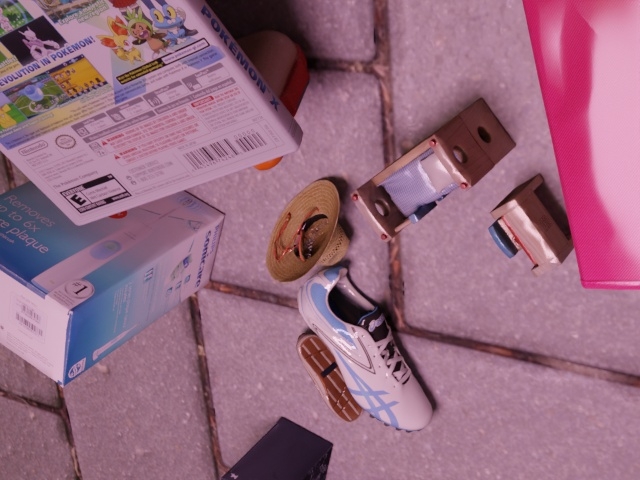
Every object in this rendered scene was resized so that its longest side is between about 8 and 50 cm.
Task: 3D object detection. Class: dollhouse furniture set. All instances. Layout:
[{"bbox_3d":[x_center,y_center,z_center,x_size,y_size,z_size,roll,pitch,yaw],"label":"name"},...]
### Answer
[{"bbox_3d":[0.154,-0.026,1.017,0.129,0.129,0.183,-35,92,41],"label":"dollhouse furniture set"}]

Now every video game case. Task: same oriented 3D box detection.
[{"bbox_3d":[-0.231,-0.160,1.001,0.329,0.036,0.300,-16,131,31],"label":"video game case"}]

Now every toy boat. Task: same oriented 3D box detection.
[{"bbox_3d":[-0.099,-0.141,1.142,0.231,0.151,0.151,-9,137,37],"label":"toy boat"}]

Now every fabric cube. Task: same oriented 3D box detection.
[{"bbox_3d":[0.337,-0.131,0.754,0.254,0.259,0.258,-3,112,36],"label":"fabric cube"}]

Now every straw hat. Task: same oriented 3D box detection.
[{"bbox_3d":[0.000,0.000,1.174,0.061,0.144,0.144,27,138,-30],"label":"straw hat"}]

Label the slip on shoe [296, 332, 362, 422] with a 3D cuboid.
[{"bbox_3d":[0.010,0.180,1.282,0.135,0.051,0.041,54,171,-12],"label":"slip on shoe"}]

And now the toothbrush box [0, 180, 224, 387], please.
[{"bbox_3d":[-0.300,0.019,1.239,0.216,0.295,0.126,31,126,19],"label":"toothbrush box"}]

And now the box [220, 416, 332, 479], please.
[{"bbox_3d":[-0.069,0.364,1.353,0.093,0.156,0.158,24,125,21],"label":"box"}]

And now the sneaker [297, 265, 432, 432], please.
[{"bbox_3d":[0.063,0.137,1.193,0.237,0.085,0.086,52,134,-2],"label":"sneaker"}]
